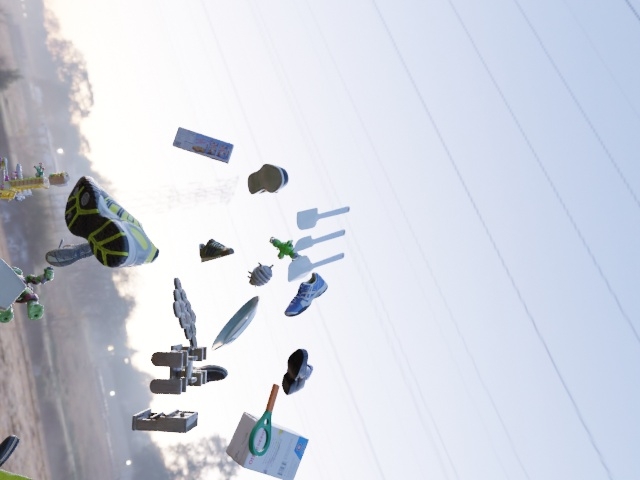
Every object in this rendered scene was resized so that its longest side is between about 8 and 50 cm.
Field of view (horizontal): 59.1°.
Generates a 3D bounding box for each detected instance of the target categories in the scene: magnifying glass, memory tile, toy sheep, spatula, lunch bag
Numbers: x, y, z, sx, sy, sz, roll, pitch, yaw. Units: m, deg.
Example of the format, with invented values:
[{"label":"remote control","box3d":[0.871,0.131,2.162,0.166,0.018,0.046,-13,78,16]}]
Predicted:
[{"label":"magnifying glass","box3d":[-0.175,0.575,1.816,0.026,0.092,0.231,-3,-125,33]},{"label":"memory tile","box3d":[-0.303,0.164,1.266,0.113,0.012,0.148,-104,-179,-49]},{"label":"toy sheep","box3d":[-0.236,0.136,2.250,0.132,0.091,0.091,-38,-121,21]},{"label":"spatula","box3d":[0.000,0.000,1.323,0.019,0.242,0.168,12,-75,29]},{"label":"lunch bag","box3d":[-0.079,0.481,2.108,0.067,0.098,0.065,-63,165,-8]}]

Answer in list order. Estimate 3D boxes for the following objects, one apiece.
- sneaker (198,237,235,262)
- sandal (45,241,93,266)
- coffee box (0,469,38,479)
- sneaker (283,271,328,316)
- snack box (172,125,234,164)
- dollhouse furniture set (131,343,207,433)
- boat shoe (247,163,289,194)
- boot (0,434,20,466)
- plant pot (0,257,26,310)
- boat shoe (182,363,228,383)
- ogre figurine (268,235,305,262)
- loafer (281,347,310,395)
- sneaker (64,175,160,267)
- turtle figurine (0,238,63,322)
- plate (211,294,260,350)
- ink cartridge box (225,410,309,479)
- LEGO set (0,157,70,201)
[{"label":"sneaker","box3d":[-0.418,0.032,2.221,0.192,0.064,0.086,-14,-90,41]},{"label":"sandal","box3d":[-0.846,0.039,1.916,0.049,0.180,0.072,31,-55,31]},{"label":"coffee box","box3d":[-0.707,0.823,1.380,0.338,0.337,0.335,-72,175,-47]},{"label":"sneaker","box3d":[-0.066,0.202,2.106,0.080,0.211,0.081,7,-47,50]},{"label":"snack box","box3d":[-0.359,-0.292,1.733,0.022,0.178,0.064,131,-24,-77]},{"label":"dollhouse furniture set","box3d":[-0.448,0.427,1.656,0.212,0.160,0.242,35,56,-80]},{"label":"boat shoe","box3d":[-0.179,-0.230,2.097,0.302,0.091,0.115,6,-75,60]},{"label":"boot","box3d":[-0.986,0.615,1.619,0.076,0.198,0.137,-19,-63,46]},{"label":"plant pot","box3d":[-0.799,0.119,1.406,0.096,0.109,0.109,43,-27,-19]},{"label":"boat shoe","box3d":[-0.479,0.542,2.244,0.073,0.223,0.080,-73,161,-60]},{"label":"ogre figurine","box3d":[-0.145,0.038,2.420,0.197,0.096,0.118,53,4,12]},{"label":"loafer","box3d":[-0.057,0.352,1.537,0.062,0.061,0.170,58,-40,38]},{"label":"sneaker","box3d":[-0.592,-0.041,1.583,0.145,0.147,0.385,-53,-124,13]},{"label":"turtle figurine","box3d":[-1.002,0.125,1.870,0.274,0.197,0.266,-45,-132,9]},{"label":"plate","box3d":[-0.219,0.224,1.501,0.024,0.188,0.188,44,-22,-12]},{"label":"ink cartridge box","box3d":[-0.202,0.779,2.138,0.168,0.232,0.171,0,-117,58]},{"label":"LEGO set","box3d":[-0.868,-0.193,1.657,0.286,0.132,0.107,-11,-97,33]}]
